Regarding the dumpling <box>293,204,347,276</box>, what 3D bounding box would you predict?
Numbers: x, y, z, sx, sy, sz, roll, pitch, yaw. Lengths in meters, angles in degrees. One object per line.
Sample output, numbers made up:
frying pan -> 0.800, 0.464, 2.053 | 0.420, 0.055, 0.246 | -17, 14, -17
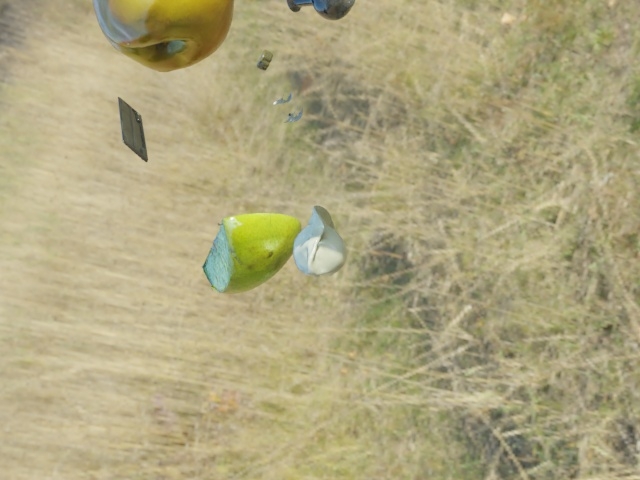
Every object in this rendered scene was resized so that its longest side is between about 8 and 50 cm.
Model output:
dumpling -> 0.000, 0.000, 1.724 | 0.100, 0.169, 0.134 | 5, 98, 33

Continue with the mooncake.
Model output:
mooncake -> -0.112, -0.394, 2.241 | 0.150, 0.057, 0.347 | 121, 149, -42

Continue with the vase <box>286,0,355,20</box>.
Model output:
vase -> -0.003, -0.597, 2.218 | 0.183, 0.120, 0.120 | 5, 80, 42

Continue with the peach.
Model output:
peach -> -0.309, -0.514, 1.835 | 0.289, 0.289, 0.308 | -28, 59, 59

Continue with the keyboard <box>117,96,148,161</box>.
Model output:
keyboard -> -0.366, -0.217, 1.761 | 0.011, 0.067, 0.202 | -40, 34, 12

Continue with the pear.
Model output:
pear -> -0.147, 0.038, 2.239 | 0.139, 0.239, 0.288 | 64, 153, 18
